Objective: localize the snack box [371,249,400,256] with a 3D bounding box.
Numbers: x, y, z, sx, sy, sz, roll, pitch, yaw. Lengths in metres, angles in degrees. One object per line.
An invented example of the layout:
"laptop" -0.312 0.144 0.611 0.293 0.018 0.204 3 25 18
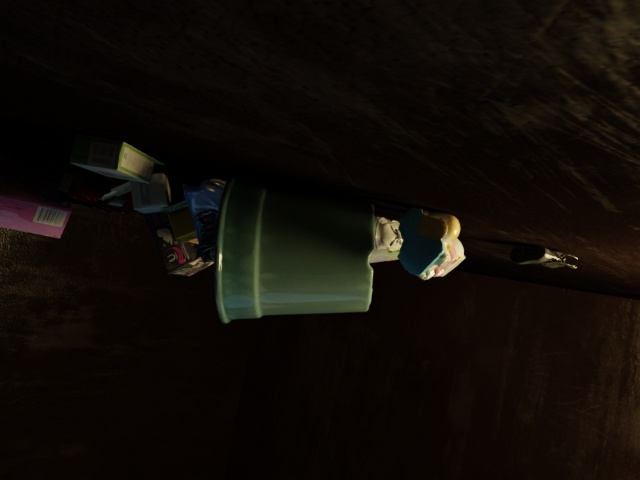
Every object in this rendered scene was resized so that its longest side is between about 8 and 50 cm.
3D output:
"snack box" 0.210 0.027 1.896 0.207 0.070 0.174 -10 169 20

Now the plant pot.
"plant pot" -0.048 0.032 1.333 0.333 0.341 0.341 4 177 1

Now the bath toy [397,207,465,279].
"bath toy" 0.262 0.004 1.333 0.129 0.151 0.348 50 -168 16

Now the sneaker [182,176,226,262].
"sneaker" -0.261 -0.028 1.483 0.129 0.147 0.330 -10 139 9

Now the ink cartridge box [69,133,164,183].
"ink cartridge box" -0.435 -0.169 1.254 0.108 0.062 0.209 10 177 8

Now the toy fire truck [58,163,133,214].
"toy fire truck" -0.614 -0.149 1.725 0.246 0.159 0.217 21 -179 24

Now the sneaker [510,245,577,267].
"sneaker" 0.597 0.048 1.549 0.089 0.051 0.170 17 172 -19

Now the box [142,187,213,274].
"box" -0.457 -0.022 1.891 0.142 0.247 0.163 -26 169 9

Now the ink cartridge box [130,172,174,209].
"ink cartridge box" -0.460 -0.129 1.576 0.089 0.092 0.143 -8 179 -5

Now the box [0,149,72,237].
"box" -0.895 -0.144 1.755 0.213 0.117 0.243 14 -149 -39

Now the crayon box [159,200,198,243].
"crayon box" -0.306 -0.063 1.694 0.203 0.083 0.323 -20 171 8

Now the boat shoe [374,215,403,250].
"boat shoe" 0.194 -0.019 1.569 0.084 0.095 0.258 6 -175 22
